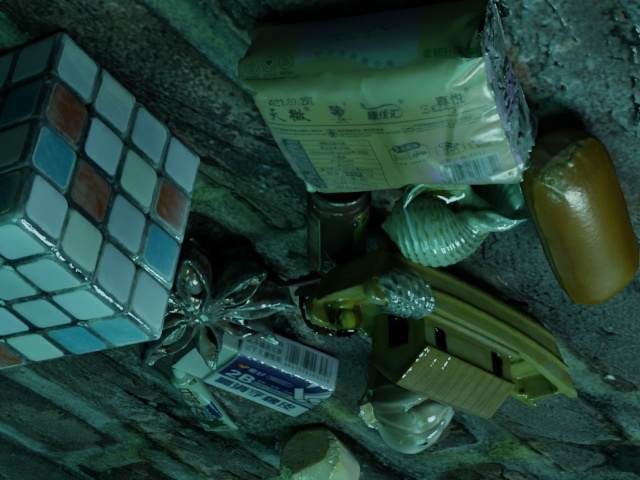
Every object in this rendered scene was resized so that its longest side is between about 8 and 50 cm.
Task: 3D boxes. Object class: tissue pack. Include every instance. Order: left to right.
[{"bbox_3d":[0.072,-0.136,1.359,0.257,0.123,0.215,-6,142,20],"label":"tissue pack"}]

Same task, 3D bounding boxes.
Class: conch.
[{"bbox_3d":[0.143,-0.042,1.502,0.153,0.102,0.135,-26,130,-6],"label":"conch"}]

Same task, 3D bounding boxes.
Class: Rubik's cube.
[{"bbox_3d":[-0.321,-0.035,1.490,0.256,0.253,0.259,-14,142,30],"label":"Rubik's cube"}]

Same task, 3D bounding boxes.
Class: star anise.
[{"bbox_3d":[-0.155,0.066,1.738,0.223,0.109,0.236,-17,142,14],"label":"star anise"}]

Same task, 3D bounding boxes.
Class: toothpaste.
[{"bbox_3d":[-0.187,0.247,2.080,0.060,0.038,0.233,0,149,17],"label":"toothpaste"}]

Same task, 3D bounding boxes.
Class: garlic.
[{"bbox_3d":[0.160,0.225,1.898,0.194,0.131,0.127,-16,122,22],"label":"garlic"}]

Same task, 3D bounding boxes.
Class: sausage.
[{"bbox_3d":[0.290,-0.024,1.491,0.105,0.105,0.274,-6,144,22],"label":"sausage"}]

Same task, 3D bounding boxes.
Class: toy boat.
[{"bbox_3d":[0.169,0.128,1.645,0.136,0.162,0.445,-23,148,35],"label":"toy boat"}]

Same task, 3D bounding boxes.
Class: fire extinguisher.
[{"bbox_3d":[0.004,-0.006,1.618,0.106,0.075,0.252,10,148,4],"label":"fire extinguisher"}]

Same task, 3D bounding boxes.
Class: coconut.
[{"bbox_3d":[0.002,0.369,2.146,0.116,0.116,0.122,-12,137,29],"label":"coconut"}]

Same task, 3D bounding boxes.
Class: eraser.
[{"bbox_3d":[-0.093,0.177,1.922,0.210,0.068,0.124,24,146,-21],"label":"eraser"}]
